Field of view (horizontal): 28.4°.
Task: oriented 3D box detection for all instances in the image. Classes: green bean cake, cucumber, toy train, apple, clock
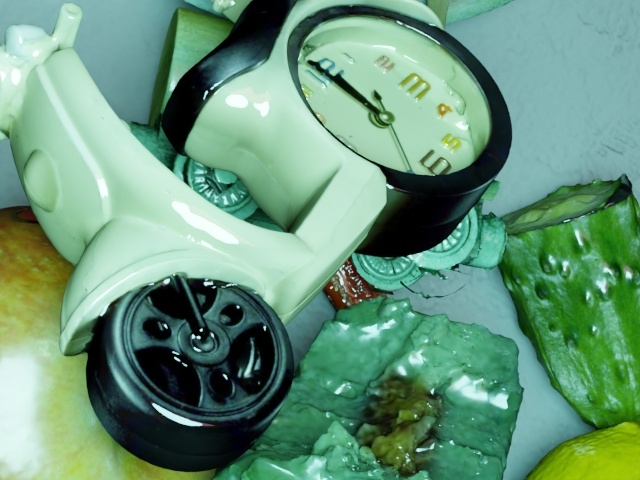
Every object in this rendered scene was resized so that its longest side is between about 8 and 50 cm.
[{"bbox_3d":[0.027,0.185,0.827,0.169,0.300,0.308,17,68,9],"label":"green bean cake"},{"bbox_3d":[0.232,0.075,1.060,0.134,0.134,0.244,-23,102,-22],"label":"cucumber"},{"bbox_3d":[0.004,-0.067,0.925,0.307,0.126,0.189,13,85,-14],"label":"toy train"},{"bbox_3d":[-0.175,0.110,0.821,0.309,0.250,0.277,-17,89,-23],"label":"apple"},{"bbox_3d":[-0.051,-0.056,0.768,0.276,0.120,0.379,43,46,9],"label":"clock"}]

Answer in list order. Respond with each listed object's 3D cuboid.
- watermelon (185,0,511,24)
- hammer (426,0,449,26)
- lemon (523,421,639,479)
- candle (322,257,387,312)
[{"bbox_3d":[0.035,-0.309,0.973,0.320,0.214,0.289,5,80,-13],"label":"watermelon"},{"bbox_3d":[0.088,-0.178,1.003,0.062,0.199,0.013,-19,55,-14],"label":"hammer"},{"bbox_3d":[0.244,0.242,0.985,0.192,0.231,0.192,-8,110,-21],"label":"lemon"},{"bbox_3d":[0.000,0.000,1.012,0.051,0.048,0.329,-29,96,18],"label":"candle"}]
